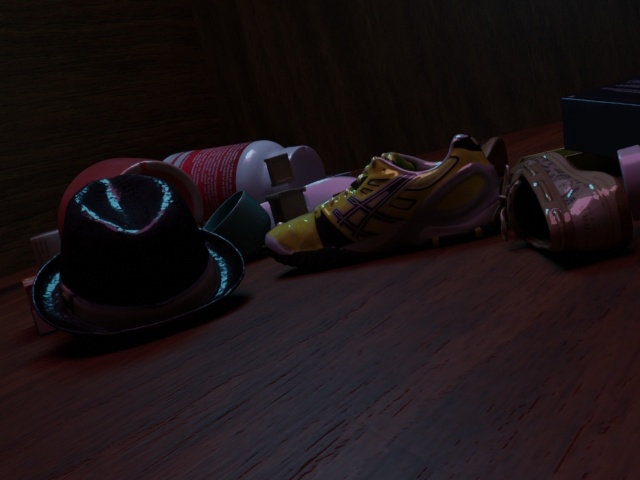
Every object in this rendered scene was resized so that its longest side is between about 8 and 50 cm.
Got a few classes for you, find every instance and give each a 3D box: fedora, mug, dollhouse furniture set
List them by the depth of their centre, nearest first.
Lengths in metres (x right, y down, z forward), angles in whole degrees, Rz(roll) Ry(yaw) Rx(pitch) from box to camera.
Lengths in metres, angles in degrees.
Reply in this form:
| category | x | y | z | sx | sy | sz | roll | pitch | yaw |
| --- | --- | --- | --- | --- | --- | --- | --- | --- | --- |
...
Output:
| category | x | y | z | sx | sy | sz | roll | pitch | yaw |
| --- | --- | --- | --- | --- | --- | --- | --- | --- | --- |
| fedora | -0.267 | -0.002 | 1.126 | 0.334 | 0.152 | 0.334 | -4 | 27 | 2 |
| mug | -0.169 | -0.012 | 1.564 | 0.158 | 0.097 | 0.129 | -39 | 19 | 28 |
| dollhouse furniture set | -0.021 | -0.092 | 1.568 | 0.161 | 0.181 | 0.101 | -18 | 8 | -20 |

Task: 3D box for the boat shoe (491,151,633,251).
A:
| category | x | y | z | sx | sy | sz | roll | pitch | yaw |
| --- | --- | --- | --- | --- | --- | --- | --- | --- | --- |
| boat shoe | 0.255 | -0.043 | 0.921 | 0.089 | 0.104 | 0.285 | -13 | 8 | -5 |

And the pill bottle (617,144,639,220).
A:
| category | x | y | z | sx | sy | sz | roll | pitch | yaw |
| --- | --- | --- | --- | --- | --- | --- | --- | --- | --- |
| pill bottle | 0.417 | -0.078 | 0.842 | 0.180 | 0.107 | 0.108 | -13 | 8 | 21 |

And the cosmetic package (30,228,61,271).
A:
| category | x | y | z | sx | sy | sz | roll | pitch | yaw |
| --- | --- | --- | --- | --- | --- | --- | --- | --- | --- |
| cosmetic package | -0.539 | 0.018 | 1.957 | 0.296 | 0.153 | 0.129 | -18 | 8 | -10 |

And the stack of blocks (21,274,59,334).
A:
| category | x | y | z | sx | sy | sz | roll | pitch | yaw |
| --- | --- | --- | --- | --- | --- | --- | --- | --- | --- |
| stack of blocks | -0.404 | 0.091 | 1.348 | 0.171 | 0.087 | 0.297 | -18 | 8 | -22 |

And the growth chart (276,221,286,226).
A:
| category | x | y | z | sx | sy | sz | roll | pitch | yaw |
| --- | --- | --- | --- | --- | --- | --- | --- | --- | --- |
| growth chart | 0.033 | -0.032 | 1.405 | 0.172 | 0.021 | 0.237 | -8 | -4 | 11 |

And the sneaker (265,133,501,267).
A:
| category | x | y | z | sx | sy | sz | roll | pitch | yaw |
| --- | --- | --- | --- | --- | --- | --- | --- | --- | --- |
| sneaker | 0.087 | -0.055 | 1.203 | 0.385 | 0.147 | 0.145 | -14 | 9 | 22 |

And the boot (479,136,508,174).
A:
| category | x | y | z | sx | sy | sz | roll | pitch | yaw |
| --- | --- | --- | --- | --- | --- | --- | --- | --- | --- |
| boot | 0.313 | -0.171 | 1.847 | 0.207 | 0.090 | 0.248 | -8 | 13 | 32 |

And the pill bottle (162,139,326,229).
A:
| category | x | y | z | sx | sy | sz | roll | pitch | yaw |
| --- | --- | --- | --- | --- | --- | --- | --- | --- | --- |
| pill bottle | -0.199 | -0.126 | 1.971 | 0.408 | 0.229 | 0.229 | -4 | 12 | 33 |

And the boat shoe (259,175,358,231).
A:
| category | x | y | z | sx | sy | sz | roll | pitch | yaw |
| --- | --- | --- | --- | --- | --- | --- | --- | --- | --- |
| boat shoe | -0.020 | -0.052 | 1.660 | 0.268 | 0.096 | 0.088 | -21 | -31 | 1 |

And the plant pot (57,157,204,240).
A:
| category | x | y | z | sx | sy | sz | roll | pitch | yaw |
| --- | --- | --- | --- | --- | --- | --- | --- | --- | --- |
| plant pot | -0.370 | -0.051 | 1.610 | 0.275 | 0.274 | 0.243 | -19 | 6 | -29 |

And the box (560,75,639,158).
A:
| category | x | y | z | sx | sy | sz | roll | pitch | yaw |
| --- | --- | --- | --- | --- | --- | --- | --- | --- | --- |
| box | 0.560 | -0.201 | 1.317 | 0.184 | 0.103 | 0.261 | -16 | 20 | -23 |

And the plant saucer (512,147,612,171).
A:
| category | x | y | z | sx | sy | sz | roll | pitch | yaw |
| --- | --- | --- | --- | --- | --- | --- | --- | --- | --- |
| plant saucer | 0.474 | -0.150 | 1.524 | 0.189 | 0.045 | 0.188 | -12 | 8 | 21 |

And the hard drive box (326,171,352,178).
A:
| category | x | y | z | sx | sy | sz | roll | pitch | yaw |
| --- | --- | --- | --- | --- | --- | --- | --- | --- | --- |
| hard drive box | -0.035 | -0.116 | 2.170 | 0.181 | 0.089 | 0.232 | -18 | 7 | -25 |
